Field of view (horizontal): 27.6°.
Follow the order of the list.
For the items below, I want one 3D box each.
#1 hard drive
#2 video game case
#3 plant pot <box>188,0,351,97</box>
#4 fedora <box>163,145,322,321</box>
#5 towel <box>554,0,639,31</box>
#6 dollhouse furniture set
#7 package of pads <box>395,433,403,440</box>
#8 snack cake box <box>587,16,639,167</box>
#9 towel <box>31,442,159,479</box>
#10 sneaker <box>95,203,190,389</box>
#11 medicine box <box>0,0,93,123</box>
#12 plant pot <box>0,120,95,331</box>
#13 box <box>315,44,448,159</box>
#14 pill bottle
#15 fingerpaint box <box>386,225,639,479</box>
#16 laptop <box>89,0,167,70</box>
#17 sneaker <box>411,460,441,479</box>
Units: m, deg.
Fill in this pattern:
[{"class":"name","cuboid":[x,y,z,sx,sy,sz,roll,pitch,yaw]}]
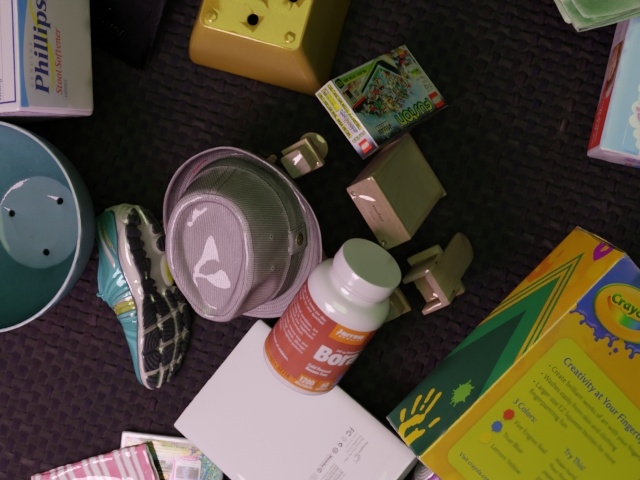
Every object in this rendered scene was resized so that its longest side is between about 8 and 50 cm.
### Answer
[{"class":"hard drive","cuboid":[-0.037,0.286,1.862,0.307,0.040,0.203,39,91,21]},{"class":"video game case","cuboid":[-0.224,0.362,1.934,0.157,0.019,0.143,6,90,4]},{"class":"plant pot","cuboid":[-0.074,-0.338,1.839,0.212,0.187,0.212,16,92,4]},{"class":"fedora","cuboid":[-0.128,0.014,1.794,0.244,0.124,0.275,16,121,16]},{"class":"towel","cuboid":[0.386,-0.450,1.750,0.248,0.038,0.324,-18,74,-10]},{"class":"dollhouse furniture set","cuboid":[0.000,0.000,1.911,0.356,0.174,0.303,-26,102,32]},{"class":"package of pads","cuboid":[0.108,0.305,1.881,0.050,0.083,0.032,-46,74,2]},{"class":"snack cake box","cuboid":[0.452,-0.240,1.824,0.089,0.152,0.264,13,91,3]},{"class":"towel","cuboid":[-0.325,0.391,1.920,0.197,0.029,0.144,-18,85,12]},{"class":"sneaker","cuboid":[-0.268,0.081,1.909,0.110,0.107,0.275,-6,97,37]},{"class":"medicine box","cuboid":[-0.475,-0.296,1.827,0.289,0.149,0.263,-2,90,32]},{"class":"plant pot","cuboid":[-0.437,-0.023,1.848,0.290,0.195,0.290,1,93,13]},{"class":"box","cuboid":[0.089,-0.198,1.830,0.036,0.207,0.114,-38,88,39]},{"class":"pill bottle","cuboid":[0.018,0.103,1.778,0.121,0.121,0.216,36,125,3]},{"class":"fingerpaint box","cuboid":[0.377,0.270,1.752,0.371,0.163,0.445,-45,109,1]},{"class":"laptop","cuboid":[-0.309,-0.539,1.875,0.382,0.236,0.408,32,77,5]},{"class":"sneaker","cuboid":[0.270,0.281,1.876,0.152,0.114,0.305,42,90,-20]}]
